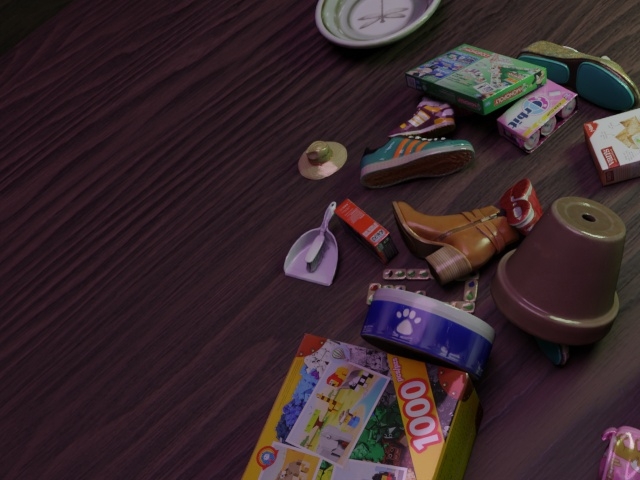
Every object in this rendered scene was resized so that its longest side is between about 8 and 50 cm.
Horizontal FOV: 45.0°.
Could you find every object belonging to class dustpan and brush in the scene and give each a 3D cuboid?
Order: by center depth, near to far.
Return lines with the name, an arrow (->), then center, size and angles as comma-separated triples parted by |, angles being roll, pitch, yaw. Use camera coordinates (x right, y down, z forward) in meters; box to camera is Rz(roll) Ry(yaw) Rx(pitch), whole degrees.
dustpan and brush -> 0.000, 0.000, 1.965 | 0.147, 0.060, 0.211 | 13, 63, 29

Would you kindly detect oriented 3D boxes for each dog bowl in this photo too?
dog bowl -> 0.221, 0.196, 1.598 | 0.265, 0.265, 0.104 | 14, 75, 30

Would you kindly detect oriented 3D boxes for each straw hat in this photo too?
straw hat -> -0.004, -0.242, 2.139 | 0.145, 0.061, 0.144 | -11, 54, 15

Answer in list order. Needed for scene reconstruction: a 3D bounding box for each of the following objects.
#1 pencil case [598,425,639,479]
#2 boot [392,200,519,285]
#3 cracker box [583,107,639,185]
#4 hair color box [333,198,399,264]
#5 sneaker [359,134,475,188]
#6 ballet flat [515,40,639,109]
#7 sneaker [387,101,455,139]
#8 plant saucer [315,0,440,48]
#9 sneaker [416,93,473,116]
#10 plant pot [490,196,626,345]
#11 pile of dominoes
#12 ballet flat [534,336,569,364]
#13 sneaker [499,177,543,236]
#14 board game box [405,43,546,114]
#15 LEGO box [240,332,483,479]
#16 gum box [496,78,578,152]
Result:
pencil case -> 0.671, 0.436, 1.318 | 0.386, 0.160, 0.167 | 8, 52, 27
boot -> 0.313, -0.039, 1.838 | 0.220, 0.109, 0.283 | -30, 43, -6
cracker box -> 0.757, -0.233, 1.814 | 0.232, 0.067, 0.155 | -16, 52, 12
hair color box -> 0.112, -0.022, 1.914 | 0.053, 0.093, 0.167 | -42, 51, -9
sneaker -> 0.244, -0.228, 1.996 | 0.302, 0.108, 0.121 | -10, 58, 17
ballet flat -> 0.669, -0.434, 1.972 | 0.349, 0.123, 0.123 | 29, 71, 35
sneaker -> 0.267, -0.314, 2.057 | 0.186, 0.069, 0.083 | -11, 71, 19
plant saucer -> 0.185, -0.708, 2.366 | 0.401, 0.100, 0.400 | -11, 54, 15
sneaker -> 0.347, -0.379, 2.089 | 0.170, 0.063, 0.074 | 3, 64, 30
plant pot -> 0.503, 0.043, 1.557 | 0.263, 0.229, 0.263 | 9, 36, -6
pile of dominoes -> 0.232, 0.142, 1.783 | 0.251, 0.040, 0.196 | -2, 56, 22
ballet flat -> 0.473, 0.156, 1.651 | 0.077, 0.091, 0.241 | -17, 52, -18
sneaker -> 0.490, -0.052, 1.800 | 0.087, 0.128, 0.221 | -36, 15, 29
board game box -> 0.404, -0.431, 2.038 | 0.214, 0.046, 0.317 | -28, 35, -19
LEGO box -> 0.061, 0.476, 1.517 | 0.373, 0.193, 0.500 | 10, 61, 27
gum box -> 0.548, -0.315, 1.961 | 0.188, 0.062, 0.107 | -41, 51, -9
